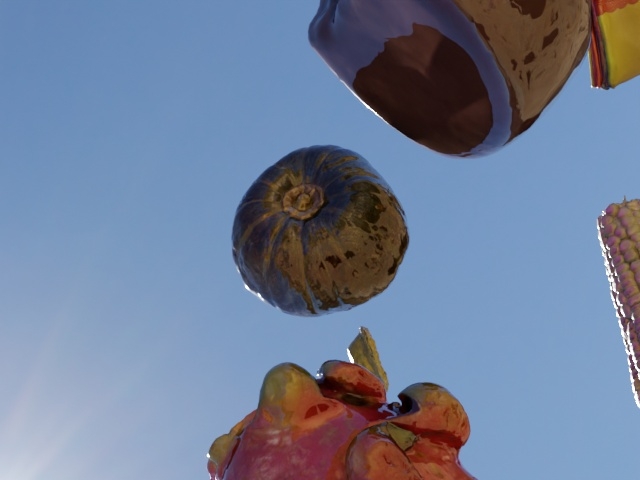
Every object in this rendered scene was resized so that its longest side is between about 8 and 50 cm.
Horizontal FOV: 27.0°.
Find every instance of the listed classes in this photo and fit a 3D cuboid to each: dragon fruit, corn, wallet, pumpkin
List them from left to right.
[{"bbox_3d":[0.000,0.000,1.597,0.219,0.219,0.162,-60,-26,-29],"label":"pumpkin"},{"bbox_3d":[0.055,0.230,0.919,0.243,0.307,0.227,-71,5,-47],"label":"dragon fruit"},{"bbox_3d":[0.462,-0.310,1.857,0.241,0.067,0.141,-27,-64,-32],"label":"wallet"},{"bbox_3d":[0.467,0.093,1.843,0.126,0.126,0.335,29,-134,-53],"label":"corn"}]

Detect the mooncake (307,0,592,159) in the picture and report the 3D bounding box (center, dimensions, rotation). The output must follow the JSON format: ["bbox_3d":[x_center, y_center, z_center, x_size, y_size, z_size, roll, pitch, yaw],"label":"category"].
[{"bbox_3d":[0.131,-0.241,1.427,0.174,0.333,0.326,-48,-37,-17],"label":"mooncake"}]

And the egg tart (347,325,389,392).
[{"bbox_3d":[0.064,0.170,1.853,0.039,0.105,0.105,-21,-58,-4],"label":"egg tart"}]
